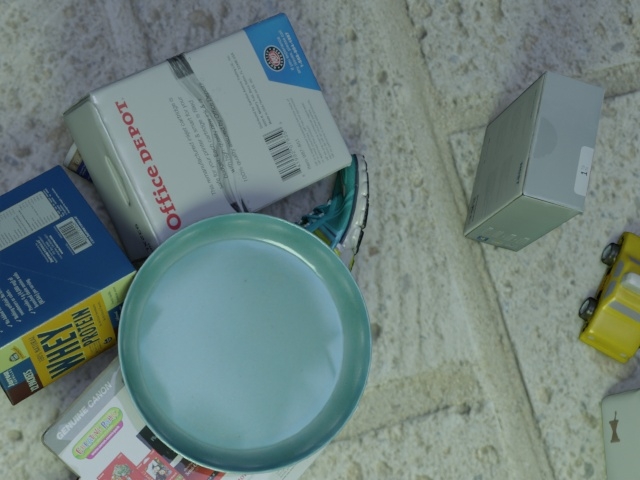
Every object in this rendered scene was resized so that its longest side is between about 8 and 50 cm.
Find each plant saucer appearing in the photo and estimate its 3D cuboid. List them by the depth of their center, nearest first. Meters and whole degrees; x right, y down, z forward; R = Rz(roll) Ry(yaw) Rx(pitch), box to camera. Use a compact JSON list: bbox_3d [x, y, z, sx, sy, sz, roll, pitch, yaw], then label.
[{"bbox_3d":[-0.092,0.125,1.516,0.317,0.043,0.318,3,80,-18],"label":"plant saucer"}]

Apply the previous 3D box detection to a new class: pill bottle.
[{"bbox_3d":[-0.279,-0.099,1.664,0.120,0.067,0.067,31,72,-8],"label":"pill bottle"}]

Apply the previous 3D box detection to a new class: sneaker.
[{"bbox_3d":[0.000,0.000,1.689,0.110,0.107,0.275,18,73,2],"label":"sneaker"}]

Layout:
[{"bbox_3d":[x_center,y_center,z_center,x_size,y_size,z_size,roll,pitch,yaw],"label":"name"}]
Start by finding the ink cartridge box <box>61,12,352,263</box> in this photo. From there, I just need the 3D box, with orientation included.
[{"bbox_3d":[-0.147,-0.134,1.623,0.307,0.129,0.223,-28,97,-29],"label":"ink cartridge box"}]

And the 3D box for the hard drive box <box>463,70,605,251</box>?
[{"bbox_3d":[0.290,-0.103,1.706,0.089,0.232,0.181,16,74,-8],"label":"hard drive box"}]

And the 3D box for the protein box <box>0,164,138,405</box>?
[{"bbox_3d":[-0.355,0.054,1.542,0.201,0.136,0.200,-31,62,-17],"label":"protein box"}]

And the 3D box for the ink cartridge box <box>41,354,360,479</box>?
[{"bbox_3d":[-0.157,0.237,1.576,0.272,0.130,0.309,44,71,-1],"label":"ink cartridge box"}]

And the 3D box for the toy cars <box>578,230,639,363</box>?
[{"bbox_3d":[0.544,0.040,1.804,0.393,0.087,0.176,-20,82,-16],"label":"toy cars"}]

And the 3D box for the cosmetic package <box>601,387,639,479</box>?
[{"bbox_3d":[0.624,0.345,1.622,0.393,0.329,0.328,1,77,-11],"label":"cosmetic package"}]
